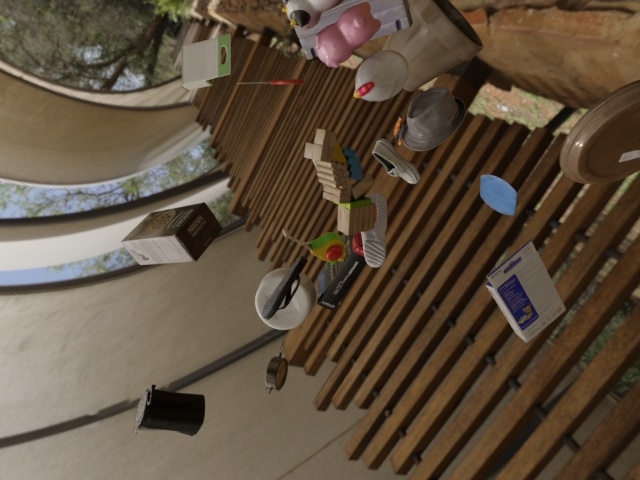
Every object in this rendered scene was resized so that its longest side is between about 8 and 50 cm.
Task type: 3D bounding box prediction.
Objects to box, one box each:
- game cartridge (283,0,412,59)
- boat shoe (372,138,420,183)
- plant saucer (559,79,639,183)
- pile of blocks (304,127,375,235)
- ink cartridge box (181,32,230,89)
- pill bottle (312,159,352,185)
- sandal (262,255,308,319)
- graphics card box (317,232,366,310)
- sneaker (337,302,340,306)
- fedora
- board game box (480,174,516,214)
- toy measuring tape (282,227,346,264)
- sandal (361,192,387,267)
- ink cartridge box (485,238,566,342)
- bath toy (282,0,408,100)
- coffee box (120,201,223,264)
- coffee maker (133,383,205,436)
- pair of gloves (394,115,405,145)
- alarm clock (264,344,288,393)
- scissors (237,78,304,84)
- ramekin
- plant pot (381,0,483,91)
[{"bbox_3d":[0.075,-0.707,1.282,0.355,0.230,0.068,-4,-140,28],"label":"game cartridge"},{"bbox_3d":[0.276,-0.277,1.595,0.226,0.076,0.083,40,162,-15],"label":"boat shoe"},{"bbox_3d":[0.687,-0.230,0.962,0.278,0.278,0.041,20,-142,-32],"label":"plant saucer"},{"bbox_3d":[0.061,-0.181,1.271,0.112,0.149,0.362,28,148,50],"label":"pile of blocks"},{"bbox_3d":[-0.444,-0.707,1.697,0.235,0.171,0.056,-3,175,20],"label":"ink cartridge box"},{"bbox_3d":[0.064,-0.286,1.834,0.229,0.131,0.131,66,-161,2],"label":"pill bottle"},{"bbox_3d":[-0.091,0.140,1.276,0.054,0.097,0.254,42,-135,-8],"label":"sandal"},{"bbox_3d":[0.106,0.114,1.960,0.094,0.371,0.233,25,-154,-15],"label":"graphics card box"},{"bbox_3d":[0.068,0.229,2.190,0.124,0.178,0.295,5,-174,3],"label":"sneaker"},{"bbox_3d":[0.424,-0.493,1.661,0.124,0.275,0.244,48,179,-41],"label":"fedora"},{"bbox_3d":[0.589,-0.159,1.396,0.133,0.033,0.168,40,165,37],"label":"board game box"},{"bbox_3d":[0.000,0.000,1.673,0.330,0.121,0.121,31,-170,-41],"label":"toy measuring tape"},{"bbox_3d":[0.189,-0.036,1.532,0.102,0.265,0.076,-1,175,9],"label":"sandal"},{"bbox_3d":[0.651,0.161,1.369,0.371,0.176,0.069,49,-179,-32],"label":"ink cartridge box"},{"bbox_3d":[0.031,-0.420,0.855,0.348,0.129,0.151,51,149,-10],"label":"bath toy"},{"bbox_3d":[-0.501,-0.019,1.438,0.119,0.297,0.168,61,-140,-31],"label":"coffee box"},{"bbox_3d":[-0.430,0.499,1.241,0.178,0.171,0.120,17,-127,-27],"label":"coffee maker"},{"bbox_3d":[0.248,-0.346,1.344,0.010,0.074,0.083,3,-143,-9],"label":"pair of gloves"},{"bbox_3d":[-0.179,0.524,1.751,0.064,0.192,0.129,9,167,19],"label":"alarm clock"},{"bbox_3d":[-0.222,-0.696,1.873,0.297,0.021,0.109,-3,-155,-4],"label":"scissors"},{"bbox_3d":[-0.161,0.268,1.927,0.277,0.277,0.135,30,-172,1],"label":"ramekin"},{"bbox_3d":[0.374,-0.716,1.557,0.323,0.280,0.323,27,-138,-28],"label":"plant pot"}]
